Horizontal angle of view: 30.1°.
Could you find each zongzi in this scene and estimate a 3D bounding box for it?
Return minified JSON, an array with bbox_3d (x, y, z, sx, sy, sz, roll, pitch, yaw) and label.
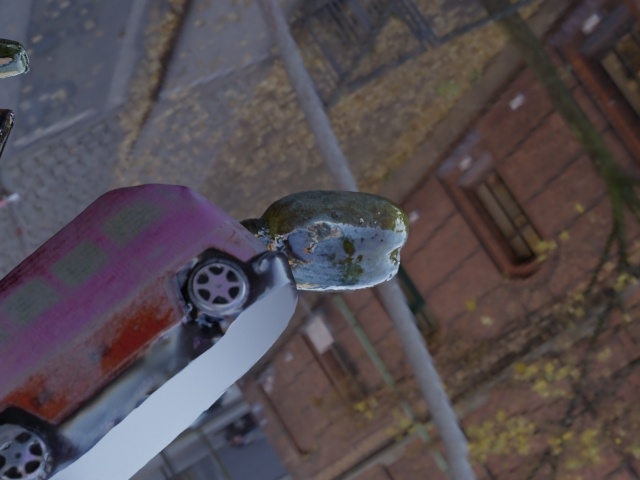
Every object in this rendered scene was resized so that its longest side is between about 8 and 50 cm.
[{"bbox_3d":[-0.412,-0.242,1.478,0.104,0.113,0.052,-11,138,1],"label":"zongzi"}]

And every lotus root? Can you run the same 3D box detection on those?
[{"bbox_3d":[0.000,0.000,1.200,0.192,0.088,0.113,1,126,-22],"label":"lotus root"}]

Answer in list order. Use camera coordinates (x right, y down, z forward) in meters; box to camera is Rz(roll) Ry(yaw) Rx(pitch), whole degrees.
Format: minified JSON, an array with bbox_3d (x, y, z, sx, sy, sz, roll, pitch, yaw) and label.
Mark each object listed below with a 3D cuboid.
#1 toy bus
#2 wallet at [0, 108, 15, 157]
[{"bbox_3d":[-0.163,0.084,0.836,0.303,0.147,0.127,-42,166,-26],"label":"toy bus"},{"bbox_3d":[-0.389,-0.065,1.116,0.161,0.195,0.042,4,129,0],"label":"wallet"}]
